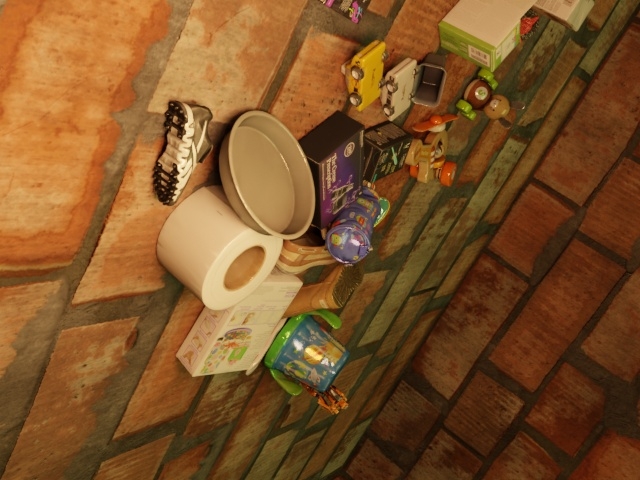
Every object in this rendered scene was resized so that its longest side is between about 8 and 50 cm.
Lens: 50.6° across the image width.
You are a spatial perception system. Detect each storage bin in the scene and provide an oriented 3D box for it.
[{"bbox_3d":[0.312,-0.469,1.946,0.135,0.098,0.091,96,12,-48],"label":"storage bin"}]

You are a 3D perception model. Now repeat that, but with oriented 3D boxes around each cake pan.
[{"bbox_3d":[-0.118,-0.138,1.486,0.054,0.293,0.293,-17,173,32],"label":"cake pan"}]

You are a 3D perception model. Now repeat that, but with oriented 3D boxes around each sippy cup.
[{"bbox_3d":[-0.033,0.377,2.244,0.240,0.224,0.305,-52,169,-25],"label":"sippy cup"}]

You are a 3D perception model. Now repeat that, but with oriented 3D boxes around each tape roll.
[{"bbox_3d":[-0.230,0.017,1.565,0.246,0.169,0.246,-39,153,-25],"label":"tape roll"}]

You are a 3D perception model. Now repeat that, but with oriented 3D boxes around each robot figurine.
[{"bbox_3d":[-0.021,0.517,2.428,0.085,0.291,0.211,-47,154,-12],"label":"robot figurine"}]

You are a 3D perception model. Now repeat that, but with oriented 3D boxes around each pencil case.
[{"bbox_3d":[0.101,-0.049,1.940,0.306,0.133,0.119,-67,180,-60],"label":"pencil case"}]

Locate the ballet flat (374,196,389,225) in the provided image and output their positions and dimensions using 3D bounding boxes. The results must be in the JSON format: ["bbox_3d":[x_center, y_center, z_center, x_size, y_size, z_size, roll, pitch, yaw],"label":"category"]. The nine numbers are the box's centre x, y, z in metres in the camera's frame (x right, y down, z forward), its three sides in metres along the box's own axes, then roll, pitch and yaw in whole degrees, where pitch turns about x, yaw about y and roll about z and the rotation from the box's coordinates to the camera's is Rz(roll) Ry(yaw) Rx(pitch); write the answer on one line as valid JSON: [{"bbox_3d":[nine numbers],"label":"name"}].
[{"bbox_3d":[0.135,-0.051,2.221,0.231,0.077,0.077,-48,176,-2],"label":"ballet flat"}]

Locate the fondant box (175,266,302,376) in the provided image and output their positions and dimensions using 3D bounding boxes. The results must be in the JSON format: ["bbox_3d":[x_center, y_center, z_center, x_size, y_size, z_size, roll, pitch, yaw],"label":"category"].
[{"bbox_3d":[-0.225,0.220,1.897,0.238,0.096,0.330,8,118,-56],"label":"fondant box"}]

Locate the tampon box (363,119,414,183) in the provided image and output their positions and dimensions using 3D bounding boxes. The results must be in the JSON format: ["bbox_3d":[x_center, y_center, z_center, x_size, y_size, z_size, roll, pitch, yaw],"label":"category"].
[{"bbox_3d":[0.171,-0.258,1.956,0.161,0.101,0.120,-28,146,-43],"label":"tampon box"}]

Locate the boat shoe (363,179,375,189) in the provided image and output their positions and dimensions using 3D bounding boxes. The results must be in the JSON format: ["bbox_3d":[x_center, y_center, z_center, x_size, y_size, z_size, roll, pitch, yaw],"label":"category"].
[{"bbox_3d":[0.118,-0.130,2.099,0.137,0.049,0.043,-55,152,0],"label":"boat shoe"}]

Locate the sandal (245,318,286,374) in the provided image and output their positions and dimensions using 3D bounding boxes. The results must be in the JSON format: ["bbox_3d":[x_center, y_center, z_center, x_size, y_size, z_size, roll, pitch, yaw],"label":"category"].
[{"bbox_3d":[-0.191,0.313,2.147,0.265,0.076,0.102,-57,179,-43],"label":"sandal"}]

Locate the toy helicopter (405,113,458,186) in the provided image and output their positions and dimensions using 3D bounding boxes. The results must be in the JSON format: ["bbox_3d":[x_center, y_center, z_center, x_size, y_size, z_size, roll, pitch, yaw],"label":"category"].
[{"bbox_3d":[0.344,-0.296,2.148,0.355,0.140,0.234,-14,119,-63],"label":"toy helicopter"}]

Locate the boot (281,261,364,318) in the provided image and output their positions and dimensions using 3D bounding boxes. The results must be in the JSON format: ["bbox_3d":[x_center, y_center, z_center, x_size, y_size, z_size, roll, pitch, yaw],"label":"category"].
[{"bbox_3d":[-0.027,0.143,2.029,0.236,0.270,0.089,-46,115,-51],"label":"boot"}]

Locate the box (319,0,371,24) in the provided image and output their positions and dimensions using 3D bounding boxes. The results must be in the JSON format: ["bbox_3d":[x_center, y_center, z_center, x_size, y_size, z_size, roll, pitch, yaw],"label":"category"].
[{"bbox_3d":[0.066,-0.551,1.481,0.162,0.029,0.116,3,122,-59],"label":"box"}]

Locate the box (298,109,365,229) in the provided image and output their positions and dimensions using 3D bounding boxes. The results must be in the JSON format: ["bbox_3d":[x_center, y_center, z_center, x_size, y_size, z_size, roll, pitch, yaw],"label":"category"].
[{"bbox_3d":[0.024,-0.183,1.795,0.184,0.103,0.261,-45,153,-27],"label":"box"}]

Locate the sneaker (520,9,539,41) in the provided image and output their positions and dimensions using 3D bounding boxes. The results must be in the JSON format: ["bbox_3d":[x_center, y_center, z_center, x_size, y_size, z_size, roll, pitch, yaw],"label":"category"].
[{"bbox_3d":[0.531,-0.627,2.072,0.262,0.125,0.104,-21,112,-11],"label":"sneaker"}]

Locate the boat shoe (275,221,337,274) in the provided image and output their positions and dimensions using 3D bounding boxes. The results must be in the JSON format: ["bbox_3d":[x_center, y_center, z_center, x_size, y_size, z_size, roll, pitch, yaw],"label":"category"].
[{"bbox_3d":[0.000,0.000,1.977,0.324,0.123,0.116,-26,151,-46],"label":"boat shoe"}]

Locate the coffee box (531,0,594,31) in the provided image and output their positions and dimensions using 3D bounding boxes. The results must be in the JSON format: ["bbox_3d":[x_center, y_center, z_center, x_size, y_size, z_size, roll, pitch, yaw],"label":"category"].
[{"bbox_3d":[0.662,-0.726,1.996,0.141,0.246,0.098,-1,125,-58],"label":"coffee box"}]

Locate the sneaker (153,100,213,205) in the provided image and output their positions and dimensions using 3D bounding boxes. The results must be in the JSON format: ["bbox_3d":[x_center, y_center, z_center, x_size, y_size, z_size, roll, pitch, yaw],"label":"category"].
[{"bbox_3d":[-0.267,-0.172,1.360,0.106,0.078,0.234,-18,137,-46],"label":"sneaker"}]

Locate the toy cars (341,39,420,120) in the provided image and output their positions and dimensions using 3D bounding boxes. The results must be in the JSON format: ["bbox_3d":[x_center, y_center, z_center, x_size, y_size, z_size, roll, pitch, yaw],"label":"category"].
[{"bbox_3d":[0.149,-0.417,1.739,0.176,0.087,0.394,-55,158,19],"label":"toy cars"}]

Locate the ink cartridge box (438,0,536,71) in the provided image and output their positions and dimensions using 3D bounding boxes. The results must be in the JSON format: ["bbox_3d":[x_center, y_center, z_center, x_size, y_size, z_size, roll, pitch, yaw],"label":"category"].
[{"bbox_3d":[0.485,-0.626,1.898,0.255,0.189,0.097,-48,154,-10],"label":"ink cartridge box"}]

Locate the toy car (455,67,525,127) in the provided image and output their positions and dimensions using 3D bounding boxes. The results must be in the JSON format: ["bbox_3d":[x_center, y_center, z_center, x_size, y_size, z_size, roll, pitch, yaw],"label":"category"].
[{"bbox_3d":[0.585,-0.460,2.285,0.155,0.188,0.149,-56,155,7],"label":"toy car"}]
